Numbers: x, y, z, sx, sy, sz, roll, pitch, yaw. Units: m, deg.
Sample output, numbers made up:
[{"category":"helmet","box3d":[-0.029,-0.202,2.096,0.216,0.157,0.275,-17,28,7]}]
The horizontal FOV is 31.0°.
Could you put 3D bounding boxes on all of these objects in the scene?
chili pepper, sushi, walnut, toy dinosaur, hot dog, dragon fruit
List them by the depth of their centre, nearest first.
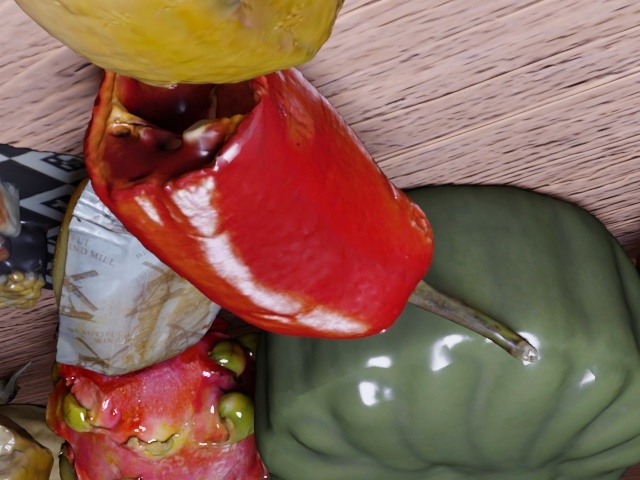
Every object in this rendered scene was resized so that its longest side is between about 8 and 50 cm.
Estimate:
[{"category":"walnut","box3d":[-0.061,-0.130,0.447,0.137,0.137,0.245,-11,162,19]},{"category":"chili pepper","box3d":[-0.003,-0.002,0.725,0.131,0.134,0.338,-32,140,16]},{"category":"hot dog","box3d":[-0.124,0.009,0.844,0.162,0.082,0.270,-24,157,-28]},{"category":"sushi","box3d":[-0.286,0.007,0.888,0.294,0.059,0.292,8,157,-30]},{"category":"dragon fruit","box3d":[-0.148,0.169,1.139,0.227,0.243,0.307,1,-161,-6]},{"category":"toy dinosaur","box3d":[-0.388,0.180,1.377,0.058,0.037,0.180,-19,178,-33]}]

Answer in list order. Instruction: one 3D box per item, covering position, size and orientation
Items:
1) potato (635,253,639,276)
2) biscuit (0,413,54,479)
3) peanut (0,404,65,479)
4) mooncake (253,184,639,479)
[{"category":"potato","box3d":[0.340,0.018,0.941,0.149,0.113,0.251,4,160,-4]},{"category":"biscuit","box3d":[-0.373,0.174,1.099,0.274,0.091,0.213,28,163,13]},{"category":"peanut","box3d":[-0.338,0.286,1.546,0.305,0.147,0.147,2,159,-28]},{"category":"mooncake","box3d":[0.118,0.115,0.965,0.351,0.187,0.351,-2,141,-2]}]
